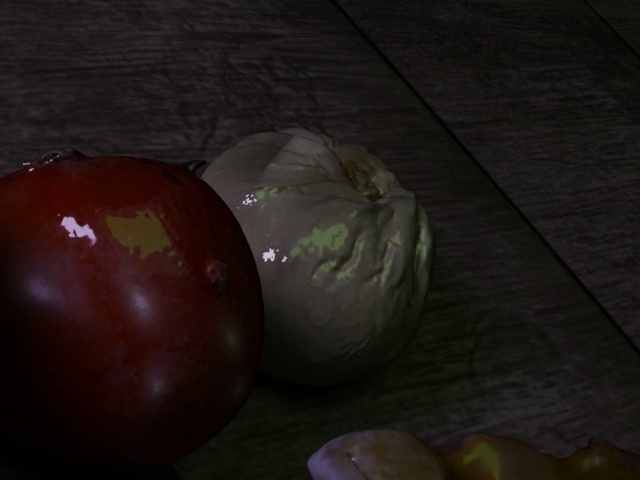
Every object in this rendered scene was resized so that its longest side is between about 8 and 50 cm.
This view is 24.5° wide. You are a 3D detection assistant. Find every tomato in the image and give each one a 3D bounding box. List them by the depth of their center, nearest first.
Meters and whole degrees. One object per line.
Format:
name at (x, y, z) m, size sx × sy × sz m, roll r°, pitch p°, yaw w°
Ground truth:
tomato at (-0.103, 0.037, 0.713) m, size 0.167 × 0.167 × 0.167 m, roll 26°, pitch 32°, yaw -18°

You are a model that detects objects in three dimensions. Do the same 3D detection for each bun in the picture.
bun at (0.000, 0.000, 0.899) m, size 0.164 × 0.111 × 0.188 m, roll 38°, pitch 33°, yaw 7°

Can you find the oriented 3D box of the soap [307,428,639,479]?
soap at (0.141, 0.256, 0.656) m, size 0.293 × 0.156 × 0.335 m, roll 7°, pitch 42°, yaw -36°
